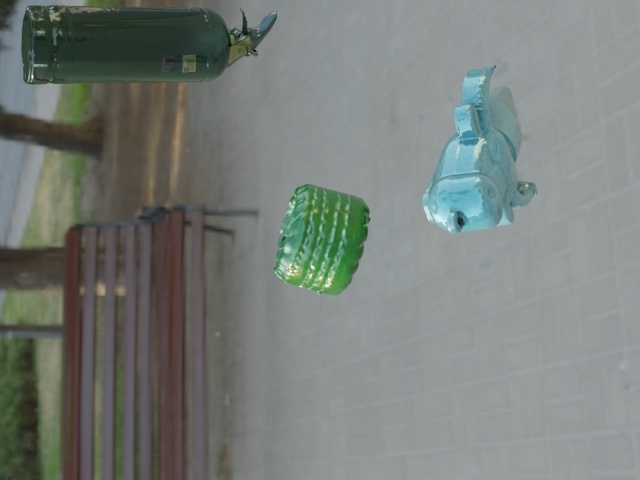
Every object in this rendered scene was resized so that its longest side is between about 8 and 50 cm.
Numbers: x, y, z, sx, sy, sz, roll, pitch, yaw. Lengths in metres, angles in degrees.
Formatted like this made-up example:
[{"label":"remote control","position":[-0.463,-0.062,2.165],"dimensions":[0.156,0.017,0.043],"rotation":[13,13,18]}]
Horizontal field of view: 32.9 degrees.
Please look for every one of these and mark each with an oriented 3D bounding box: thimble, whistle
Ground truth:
[{"label":"thimble","position":[0.000,0.000,1.238],"dimensions":[0.118,0.090,0.130],"rotation":[-88,15,-52]},{"label":"whistle","position":[0.190,-0.095,1.282],"dimensions":[0.186,0.093,0.274],"rotation":[65,-145,-30]}]

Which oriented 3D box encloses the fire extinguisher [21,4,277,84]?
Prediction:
[{"label":"fire extinguisher","position":[-0.211,-0.249,1.355],"dimensions":[0.095,0.311,0.114],"rotation":[-115,32,-41]}]
